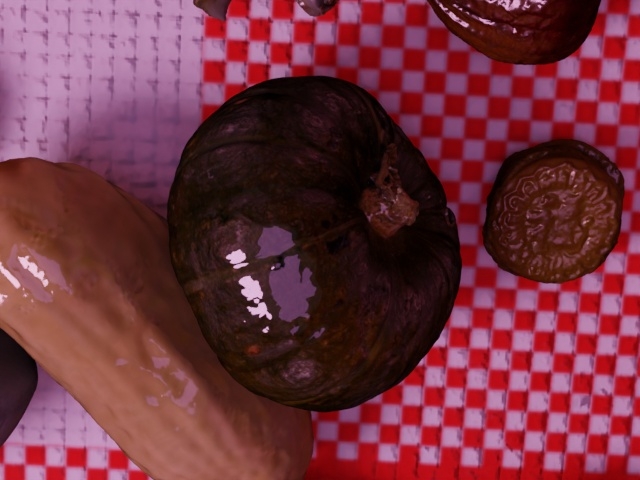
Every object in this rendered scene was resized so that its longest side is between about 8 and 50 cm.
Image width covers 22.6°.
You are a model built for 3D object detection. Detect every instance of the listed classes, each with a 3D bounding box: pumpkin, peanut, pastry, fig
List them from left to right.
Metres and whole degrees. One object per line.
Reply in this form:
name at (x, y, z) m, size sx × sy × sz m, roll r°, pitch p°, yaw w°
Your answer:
peanut at (-0.121, 0.062, 1.108) m, size 0.147 × 0.147 × 0.319 m, roll -42°, pitch 109°, yaw 10°
pumpkin at (0.000, 0.000, 1.056) m, size 0.157 × 0.224 × 0.224 m, roll -22°, pitch 105°, yaw 36°
fig at (0.090, -0.198, 1.054) m, size 0.201 × 0.134 × 0.146 m, roll 13°, pitch 95°, yaw 6°
pastry at (0.164, -0.020, 1.128) m, size 0.109 × 0.057 × 0.097 m, roll -24°, pitch 104°, yaw 7°

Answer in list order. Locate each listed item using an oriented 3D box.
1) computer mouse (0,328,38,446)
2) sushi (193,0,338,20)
computer mouse at (-0.378, 0.134, 1.107) m, size 0.370 × 0.188 × 0.122 m, roll -1°, pitch 107°, yaw 2°
sushi at (-0.080, -0.204, 0.934) m, size 0.226 × 0.097 × 0.103 m, roll 39°, pitch 107°, yaw -10°
